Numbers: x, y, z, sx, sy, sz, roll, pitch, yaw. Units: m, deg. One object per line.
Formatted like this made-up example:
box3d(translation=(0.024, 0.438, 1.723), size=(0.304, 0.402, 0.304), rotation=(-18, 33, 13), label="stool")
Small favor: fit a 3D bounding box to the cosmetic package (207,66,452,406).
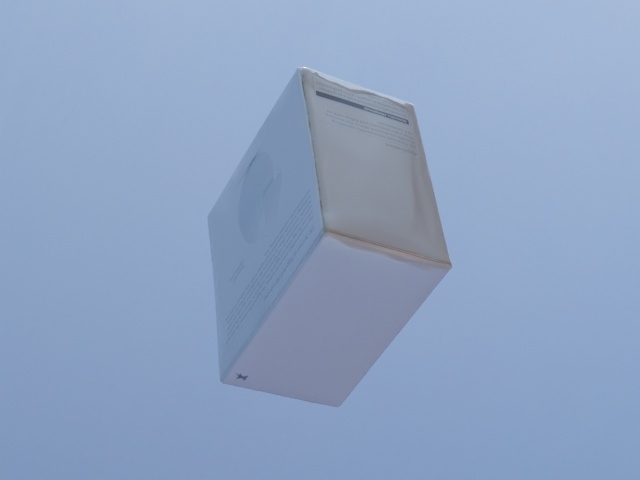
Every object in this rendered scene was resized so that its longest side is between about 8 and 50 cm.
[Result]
box3d(translation=(0.000, 0.000, 1.285), size=(0.138, 0.224, 0.224), rotation=(16, -138, -22), label="cosmetic package")
